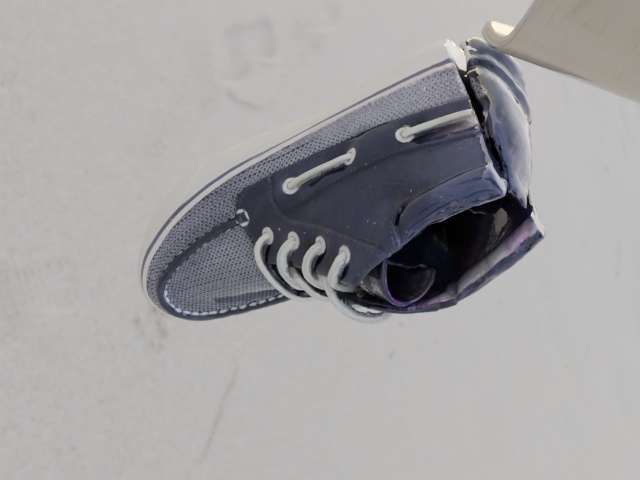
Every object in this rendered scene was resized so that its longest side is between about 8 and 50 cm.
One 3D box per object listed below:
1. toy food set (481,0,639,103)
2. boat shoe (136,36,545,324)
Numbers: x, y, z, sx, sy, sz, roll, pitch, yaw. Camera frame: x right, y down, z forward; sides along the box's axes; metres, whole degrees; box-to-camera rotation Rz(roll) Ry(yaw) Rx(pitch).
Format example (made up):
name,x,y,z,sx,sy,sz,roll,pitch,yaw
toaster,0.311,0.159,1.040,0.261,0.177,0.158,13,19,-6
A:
name,x,y,z,sx,sy,sz,roll,pitch,yaw
toy food set,0.241,-0.172,0.518,0.092,0.219,0.306,-84,-164,-45
boat shoe,0.000,0.000,0.785,0.127,0.340,0.158,39,30,-34
